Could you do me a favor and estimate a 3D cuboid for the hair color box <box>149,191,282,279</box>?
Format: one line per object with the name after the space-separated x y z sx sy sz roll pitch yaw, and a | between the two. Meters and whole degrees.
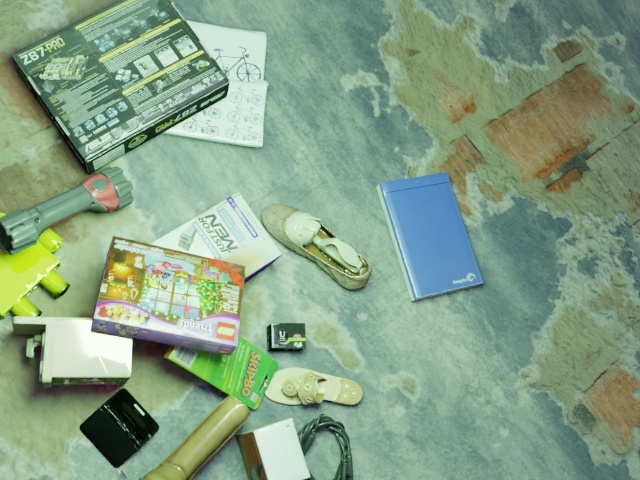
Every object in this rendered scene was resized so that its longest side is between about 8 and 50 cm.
-0.280 0.055 1.697 0.339 0.110 0.185 -34 88 -24 | hair color box

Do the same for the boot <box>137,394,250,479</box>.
-0.255 0.428 1.519 0.269 0.236 0.089 -43 92 -22 | boot

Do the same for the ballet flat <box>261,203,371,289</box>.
0.000 0.000 1.812 0.316 0.106 0.107 35 65 -6 | ballet flat

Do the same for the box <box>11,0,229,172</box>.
-0.465 -0.390 1.749 0.395 0.097 0.318 -35 85 -18 | box

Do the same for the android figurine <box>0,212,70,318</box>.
-0.683 0.049 1.586 0.273 0.056 0.248 44 65 -3 | android figurine

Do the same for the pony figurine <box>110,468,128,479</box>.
-0.422 0.658 1.389 0.351 0.303 0.363 -44 106 -17 | pony figurine

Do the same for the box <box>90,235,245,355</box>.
-0.311 0.116 1.547 0.294 0.057 0.200 13 53 -16 | box

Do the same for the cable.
0.000 0.492 1.694 0.151 0.047 0.184 -1 76 -15 | cable

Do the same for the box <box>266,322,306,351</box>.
-0.081 0.228 1.741 0.083 0.052 0.062 2 73 -18 | box

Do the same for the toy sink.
-0.516 0.236 1.531 0.234 0.153 0.131 4 72 -19 | toy sink

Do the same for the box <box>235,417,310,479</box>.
-0.106 0.462 1.591 0.091 0.170 0.130 -13 77 -23 | box

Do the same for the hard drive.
0.289 -0.015 1.955 0.210 0.040 0.318 -11 77 -22 | hard drive

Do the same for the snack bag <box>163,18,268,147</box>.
-0.289 -0.410 1.861 0.323 0.037 0.342 8 72 -11 | snack bag

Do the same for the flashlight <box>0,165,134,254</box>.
-0.555 -0.064 1.607 0.304 0.103 0.103 -35 121 -38 | flashlight

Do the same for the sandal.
-0.008 0.339 1.716 0.240 0.079 0.088 9 70 -16 | sandal

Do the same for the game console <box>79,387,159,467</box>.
-0.429 0.400 1.586 0.122 0.071 0.107 48 35 -1 | game console

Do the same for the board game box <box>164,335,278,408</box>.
-0.213 0.266 1.643 0.259 0.039 0.124 38 67 -29 | board game box
